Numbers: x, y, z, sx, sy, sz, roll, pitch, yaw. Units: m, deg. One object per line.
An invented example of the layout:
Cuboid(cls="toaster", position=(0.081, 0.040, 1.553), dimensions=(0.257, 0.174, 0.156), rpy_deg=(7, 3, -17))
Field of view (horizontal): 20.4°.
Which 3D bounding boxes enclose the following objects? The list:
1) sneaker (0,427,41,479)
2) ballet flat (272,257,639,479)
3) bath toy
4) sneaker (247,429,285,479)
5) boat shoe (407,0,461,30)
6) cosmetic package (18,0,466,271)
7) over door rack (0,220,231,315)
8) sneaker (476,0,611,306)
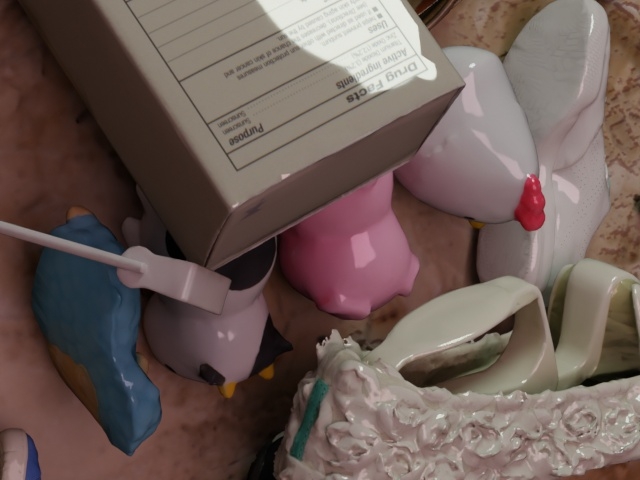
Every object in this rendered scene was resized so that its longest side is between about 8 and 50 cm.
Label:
Cuboid(cls="sneaker", position=(-0.157, 0.184, 1.072), dimensions=(0.084, 0.058, 0.152), rpy_deg=(-2, 98, -21))
Cuboid(cls="ballet flat", position=(0.148, 0.084, 1.134), dimensions=(0.409, 0.147, 0.147), rpy_deg=(-12, 99, -40))
Cuboid(cls="bath toy", position=(0.000, 0.000, 1.100), dimensions=(0.348, 0.151, 0.129), rpy_deg=(-27, 67, -26))
Cuboid(cls="sneaker", position=(0.092, 0.186, 1.161), dimensions=(0.283, 0.124, 0.107), rpy_deg=(18, 85, -26))
Cuboid(cls="boat shoe", position=(0.013, -0.143, 1.117), dimensions=(0.257, 0.095, 0.095), rpy_deg=(-41, 110, -18))
Cuboid(cls="cosmetic package", position=(-0.078, -0.156, 0.993), dimensions=(0.160, 0.113, 0.309), rpy_deg=(-28, 79, -22))
Cuboid(cls="over door rack", position=(-0.235, 0.081, 0.928), dimensions=(0.324, 0.108, 0.239), rpy_deg=(16, 86, 8))
Cuboid(cls="sneaker", position=(0.169, -0.059, 1.222), dimensions=(0.094, 0.080, 0.212), rpy_deg=(8, 97, -38))
